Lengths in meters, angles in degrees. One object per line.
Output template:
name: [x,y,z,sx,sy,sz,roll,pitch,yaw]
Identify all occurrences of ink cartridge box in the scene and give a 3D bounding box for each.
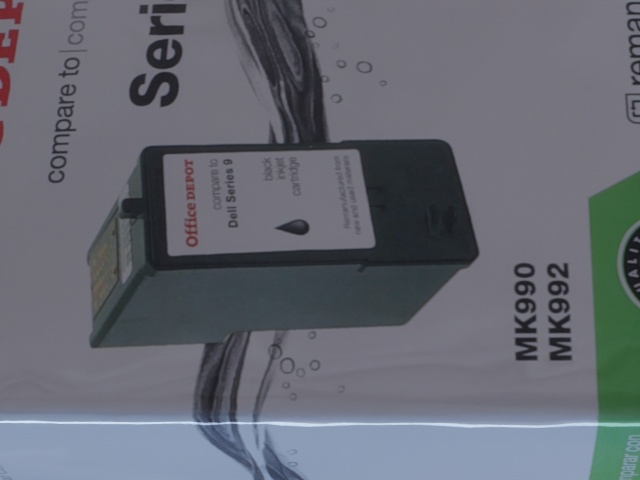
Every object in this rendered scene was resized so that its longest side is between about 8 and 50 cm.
ink cartridge box: [0.008,-0.012,0.510,0.289,0.211,0.121,-1,152,5]
